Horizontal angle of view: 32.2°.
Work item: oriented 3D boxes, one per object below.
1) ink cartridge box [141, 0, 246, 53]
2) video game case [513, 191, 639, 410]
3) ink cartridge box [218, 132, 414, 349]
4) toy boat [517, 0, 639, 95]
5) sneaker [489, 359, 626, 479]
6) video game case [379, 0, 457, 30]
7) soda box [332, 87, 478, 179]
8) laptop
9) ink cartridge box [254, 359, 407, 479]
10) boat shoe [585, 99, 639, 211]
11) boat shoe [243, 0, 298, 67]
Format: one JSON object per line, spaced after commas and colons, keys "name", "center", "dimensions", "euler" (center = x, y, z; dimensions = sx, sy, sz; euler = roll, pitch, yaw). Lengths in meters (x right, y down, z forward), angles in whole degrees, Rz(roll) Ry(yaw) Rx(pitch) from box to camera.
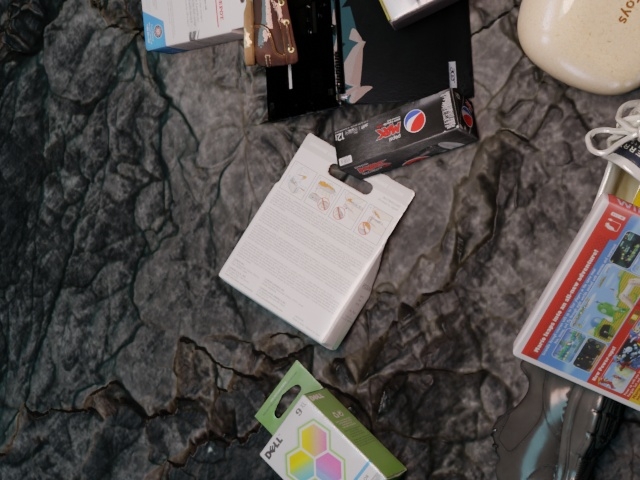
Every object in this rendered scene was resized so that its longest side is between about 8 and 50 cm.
{"name": "ink cartridge box", "center": [-0.150, -0.317, 1.488], "dimensions": [0.180, 0.060, 0.104], "euler": [-5, 89, 29]}
{"name": "video game case", "center": [0.369, 0.093, 1.132], "dimensions": [0.285, 0.025, 0.204], "euler": [24, 119, -1]}
{"name": "ink cartridge box", "center": [0.000, 0.000, 1.431], "dimensions": [0.181, 0.056, 0.224], "euler": [32, 88, 25]}
{"name": "toy boat", "center": [0.268, -0.320, 1.176], "dimensions": [0.318, 0.148, 0.267], "euler": [28, 110, -10]}
{"name": "sneaker", "center": [0.249, 0.261, 1.266], "dimensions": [0.130, 0.109, 0.286], "euler": [20, 92, 34]}
{"name": "video game case", "center": [0.159, -0.413, 1.285], "dimensions": [0.275, 0.035, 0.248], "euler": [-24, 79, 12]}
{"name": "soda box", "center": [0.102, -0.127, 1.348], "dimensions": [0.169, 0.060, 0.053], "euler": [-17, 70, 29]}
{"name": "laptop", "center": [0.049, -0.279, 1.404], "dimensions": [0.264, 0.137, 0.234], "euler": [-4, 89, 55]}
{"name": "ink cartridge box", "center": [-0.003, 0.264, 1.420], "dimensions": [0.209, 0.062, 0.109], "euler": [43, 111, 22]}
{"name": "boat shoe", "center": [0.346, -0.087, 1.144], "dimensions": [0.136, 0.156, 0.367], "euler": [43, 116, 48]}
{"name": "boat shoe", "center": [-0.061, -0.320, 1.384], "dimensions": [0.073, 0.073, 0.207], "euler": [-2, 98, 5]}
